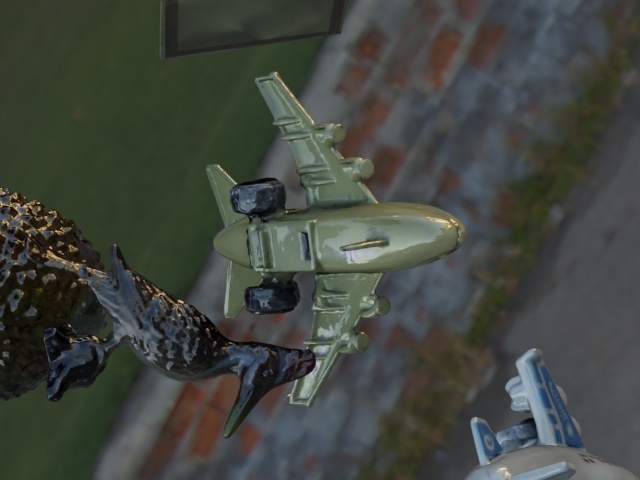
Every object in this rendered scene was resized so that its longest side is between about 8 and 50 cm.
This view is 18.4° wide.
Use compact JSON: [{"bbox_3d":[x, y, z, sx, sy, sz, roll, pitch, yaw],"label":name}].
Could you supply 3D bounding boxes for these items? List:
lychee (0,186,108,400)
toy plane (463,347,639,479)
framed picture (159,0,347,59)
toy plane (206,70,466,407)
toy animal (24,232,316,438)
[{"bbox_3d":[-0.243,0.034,1.441,0.171,0.171,0.171,-53,17,25],"label":"lychee"},{"bbox_3d":[0.198,0.222,1.652,0.123,0.267,0.267,-19,35,24],"label":"toy plane"},{"bbox_3d":[-0.054,-0.222,1.686,0.231,0.173,0.010,105,155,-66],"label":"framed picture"},{"bbox_3d":[0.000,0.000,1.298,0.244,0.092,0.229,0,98,56],"label":"toy plane"},{"bbox_3d":[-0.103,0.063,1.284,0.070,0.202,0.105,-40,-37,-79],"label":"toy animal"}]
